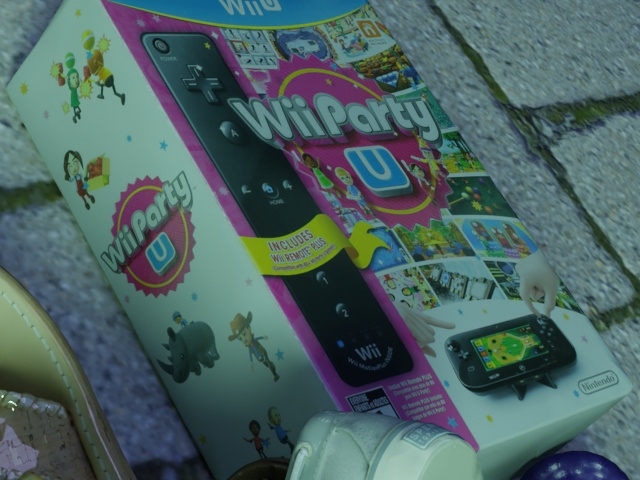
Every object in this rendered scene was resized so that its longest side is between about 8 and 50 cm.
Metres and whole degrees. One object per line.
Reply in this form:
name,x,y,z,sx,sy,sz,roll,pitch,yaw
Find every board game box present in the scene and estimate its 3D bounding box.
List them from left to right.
board game box,0.000,0.000,0.800,0.224,0.097,0.303,-10,60,-48

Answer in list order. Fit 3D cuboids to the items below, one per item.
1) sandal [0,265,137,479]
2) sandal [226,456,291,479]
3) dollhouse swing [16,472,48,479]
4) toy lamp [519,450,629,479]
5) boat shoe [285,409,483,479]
sandal,-0.129,0.096,0.588,0.240,0.088,0.079,51,31,1
sandal,0.030,0.177,0.666,0.219,0.090,0.060,40,13,-16
dollhouse swing,-0.191,0.251,0.400,0.347,0.305,0.315,-46,132,-54
toy lamp,0.130,0.176,0.678,0.080,0.080,0.274,40,9,-5
boat shoe,0.003,0.178,0.587,0.081,0.227,0.079,13,2,37
